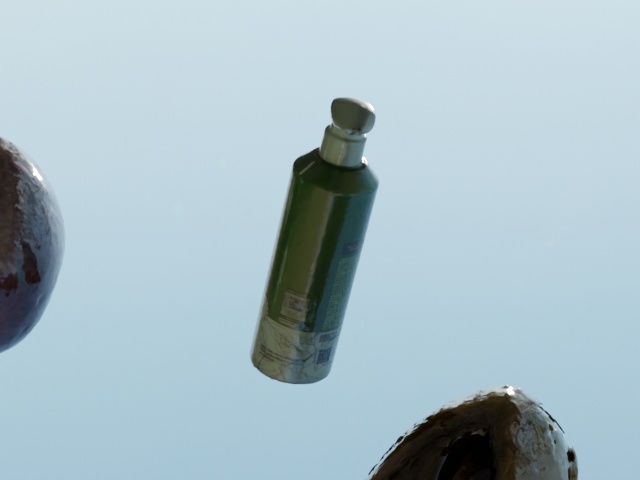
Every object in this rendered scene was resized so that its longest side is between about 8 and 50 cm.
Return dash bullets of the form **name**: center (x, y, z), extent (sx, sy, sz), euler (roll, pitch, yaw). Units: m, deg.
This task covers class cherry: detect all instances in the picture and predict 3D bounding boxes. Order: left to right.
- **cherry**: center (-0.253, 0.004, 0.974), extent (0.176, 0.140, 0.176), euler (-7, -100, 42)

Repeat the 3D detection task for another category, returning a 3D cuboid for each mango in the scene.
- **mango**: center (0.055, 0.192, 0.779), extent (0.249, 0.151, 0.156), euler (-55, -151, -10)

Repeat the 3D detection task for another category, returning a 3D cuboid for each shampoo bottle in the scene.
- **shampoo bottle**: center (0.000, 0.000, 0.917), extent (0.065, 0.065, 0.205), euler (-115, -146, -57)
